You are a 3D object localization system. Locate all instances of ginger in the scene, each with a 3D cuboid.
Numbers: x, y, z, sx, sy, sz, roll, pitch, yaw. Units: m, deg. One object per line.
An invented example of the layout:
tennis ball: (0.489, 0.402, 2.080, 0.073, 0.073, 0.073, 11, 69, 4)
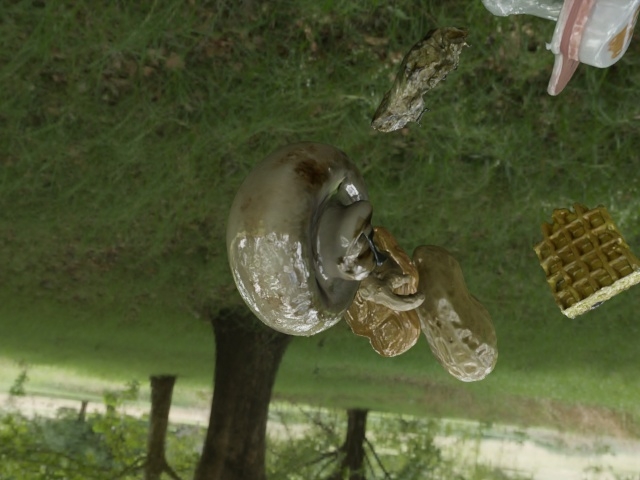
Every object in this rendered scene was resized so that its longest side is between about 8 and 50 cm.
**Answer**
ginger: (0.123, 0.061, 1.518, 0.149, 0.259, 0.065, 7, 122, -25)

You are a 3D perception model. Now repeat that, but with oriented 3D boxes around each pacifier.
pacifier: (0.403, -0.379, 1.086, 0.272, 0.221, 0.332, -11, 163, 15)

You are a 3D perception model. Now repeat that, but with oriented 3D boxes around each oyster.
oyster: (0.259, -0.410, 1.743, 0.133, 0.337, 0.198, 40, -151, 6)

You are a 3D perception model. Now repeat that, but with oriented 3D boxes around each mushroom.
mushroom: (0.000, 0.000, 1.245, 0.294, 0.363, 0.362, 4, 164, 27)

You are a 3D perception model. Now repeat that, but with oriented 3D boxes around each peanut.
peanut: (0.350, 0.187, 1.800, 0.192, 0.387, 0.169, -21, 173, -34)

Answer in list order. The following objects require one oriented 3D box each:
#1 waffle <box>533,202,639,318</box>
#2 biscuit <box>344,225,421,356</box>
waffle: (0.492, 0.018, 1.274, 0.055, 0.211, 0.160, 27, 129, -38)
biscuit: (0.134, 0.114, 1.726, 0.051, 0.376, 0.269, 1, 143, -41)
